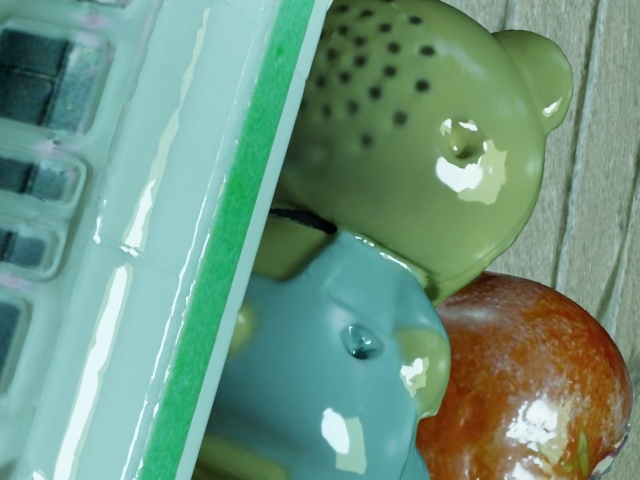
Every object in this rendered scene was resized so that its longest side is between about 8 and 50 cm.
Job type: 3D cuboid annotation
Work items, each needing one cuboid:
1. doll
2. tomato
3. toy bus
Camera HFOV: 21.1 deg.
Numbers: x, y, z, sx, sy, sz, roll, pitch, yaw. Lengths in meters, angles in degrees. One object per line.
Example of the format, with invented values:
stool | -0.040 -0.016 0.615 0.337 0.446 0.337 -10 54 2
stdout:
doll | 0.000 0.000 0.803 0.260 0.177 0.161 -65 155 -18
tomato | 0.072 0.123 1.017 0.232 0.188 0.232 -57 164 -26
toy bus | -0.105 -0.003 0.561 0.133 0.165 0.276 35 68 -65
